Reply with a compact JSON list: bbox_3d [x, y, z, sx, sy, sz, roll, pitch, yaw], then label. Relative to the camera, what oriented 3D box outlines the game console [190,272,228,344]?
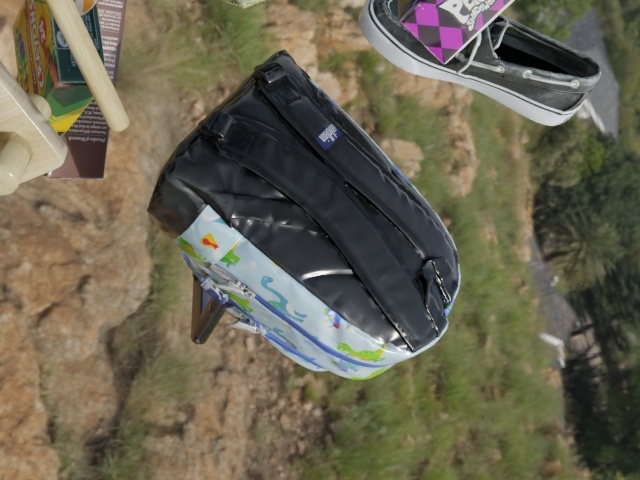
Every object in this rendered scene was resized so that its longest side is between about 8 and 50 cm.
[{"bbox_3d":[-0.194,-0.015,1.594,0.060,0.386,0.342,11,62,-15],"label":"game console"}]

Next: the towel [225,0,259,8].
[{"bbox_3d":[-0.132,-0.375,1.186,0.148,0.027,0.110,29,38,20],"label":"towel"}]

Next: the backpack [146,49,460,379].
[{"bbox_3d":[0.000,0.000,0.982,0.356,0.273,0.290,32,48,-1],"label":"backpack"}]

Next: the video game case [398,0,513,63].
[{"bbox_3d":[0.130,-0.223,0.482,0.042,0.210,0.232,40,26,-18],"label":"video game case"}]

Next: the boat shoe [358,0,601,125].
[{"bbox_3d":[0.199,-0.248,1.039,0.306,0.105,0.113,29,61,3],"label":"boat shoe"}]

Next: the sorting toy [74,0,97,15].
[{"bbox_3d":[-0.312,-0.343,1.059,0.075,0.045,0.083,37,37,-84],"label":"sorting toy"}]

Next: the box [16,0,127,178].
[{"bbox_3d":[-0.521,-0.330,1.702,0.143,0.191,0.381,0,108,-44],"label":"box"}]

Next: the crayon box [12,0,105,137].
[{"bbox_3d":[-0.451,-0.305,1.396,0.081,0.318,0.202,-6,82,-30],"label":"crayon box"}]

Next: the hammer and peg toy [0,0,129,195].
[{"bbox_3d":[-0.350,-0.136,0.730,0.127,0.361,0.266,-90,156,-49],"label":"hammer and peg toy"}]
